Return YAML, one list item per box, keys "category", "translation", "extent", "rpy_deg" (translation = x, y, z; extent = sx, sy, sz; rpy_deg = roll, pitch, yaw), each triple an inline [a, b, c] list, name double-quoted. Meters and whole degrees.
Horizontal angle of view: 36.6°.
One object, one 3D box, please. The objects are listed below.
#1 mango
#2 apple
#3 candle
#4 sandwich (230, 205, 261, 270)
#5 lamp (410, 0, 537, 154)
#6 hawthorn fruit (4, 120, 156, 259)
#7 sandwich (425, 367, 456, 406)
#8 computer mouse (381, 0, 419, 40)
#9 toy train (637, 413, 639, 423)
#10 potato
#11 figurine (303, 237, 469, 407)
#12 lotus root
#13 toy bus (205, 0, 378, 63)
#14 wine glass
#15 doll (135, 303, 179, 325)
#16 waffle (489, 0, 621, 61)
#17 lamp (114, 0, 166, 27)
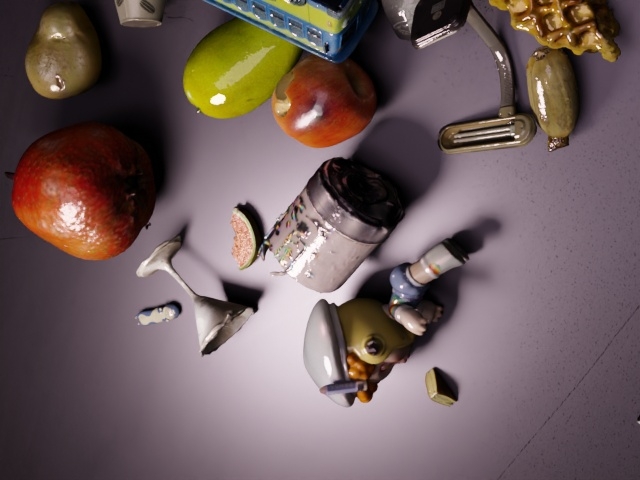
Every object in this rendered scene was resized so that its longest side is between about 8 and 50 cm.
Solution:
- category: "mango"
  translation: [-0.136, -0.347, 1.823]
  extent: [0.293, 0.143, 0.175]
  rpy_deg: [-40, 74, 20]
- category: "apple"
  translation: [0.001, -0.253, 1.761]
  extent: [0.199, 0.199, 0.199]
  rpy_deg: [9, 110, 24]
- category: "candle"
  translation: [0.000, 0.000, 1.843]
  extent: [0.187, 0.187, 0.330]
  rpy_deg: [44, 123, 7]
- category: "sandwich"
  translation: [-0.154, -0.002, 2.006]
  extent: [0.067, 0.029, 0.135]
  rpy_deg: [8, 111, 30]
- category: "lamp"
  translation: [0.236, -0.287, 1.669]
  extent: [0.203, 0.124, 0.283]
  rpy_deg: [-16, 122, 39]
- category: "hawthorn fruit"
  translation: [-0.520, -0.115, 2.008]
  extent: [0.368, 0.284, 0.285]
  rpy_deg: [14, 113, 27]
- category: "sandwich"
  translation: [0.231, 0.296, 1.904]
  extent: [0.031, 0.044, 0.083]
  rpy_deg: [-40, 84, 35]
- category: "computer mouse"
  translation: [0.150, -0.462, 1.676]
  extent: [0.126, 0.071, 0.231]
  rpy_deg: [1, 106, 26]
- category: "toy train"
  translation: [0.648, 0.258, 1.677]
  extent: [0.051, 0.052, 0.234]
  rpy_deg: [42, 120, 3]
- category: "potato"
  translation: [-0.532, -0.394, 1.998]
  extent: [0.157, 0.157, 0.194]
  rpy_deg: [11, 110, 23]
- category: "figurine"
  translation: [0.119, 0.135, 1.846]
  extent: [0.205, 0.224, 0.382]
  rpy_deg: [44, 93, 5]
- category: "lotus root"
  translation: [0.392, -0.236, 1.617]
  extent: [0.077, 0.090, 0.183]
  rpy_deg: [-15, 116, 4]
- category: "toy bus"
  translation: [-0.062, -0.457, 1.654]
  extent: [0.312, 0.190, 0.152]
  rpy_deg: [28, 73, 12]
- category: "wine glass"
  translation: [-0.269, 0.113, 2.043]
  extent: [0.232, 0.156, 0.156]
  rpy_deg: [47, 121, 11]
- category: "doll"
  translation: [-0.367, 0.168, 2.170]
  extent: [0.125, 0.027, 0.037]
  rpy_deg: [-17, 106, 30]
- category: "waffle"
  translation: [0.416, -0.458, 1.504]
  extent: [0.261, 0.151, 0.324]
  rpy_deg: [32, 117, 10]
- category: "lamp"
  translation: [-0.353, -0.528, 1.884]
  extent: [0.121, 0.121, 0.215]
  rpy_deg: [-3, 91, 27]
